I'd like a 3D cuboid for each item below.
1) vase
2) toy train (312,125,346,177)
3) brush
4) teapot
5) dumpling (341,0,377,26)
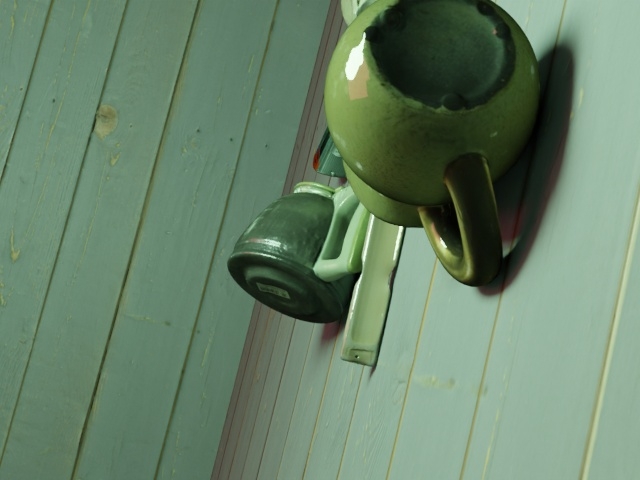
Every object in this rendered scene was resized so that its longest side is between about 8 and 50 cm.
[{"bbox_3d":[0.134,-0.099,1.107,0.302,0.240,0.329,96,159,-66],"label":"vase"},{"bbox_3d":[0.066,-0.245,2.080,0.409,0.086,0.089,119,162,-57],"label":"toy train"},{"bbox_3d":[0.092,0.042,1.541,0.050,0.060,0.321,87,-164,-77],"label":"brush"},{"bbox_3d":[-0.022,-0.008,1.788,0.322,0.239,0.239,112,-177,-66],"label":"teapot"},{"bbox_3d":[0.123,-0.539,2.128,0.179,0.131,0.252,75,-146,-61],"label":"dumpling"}]
